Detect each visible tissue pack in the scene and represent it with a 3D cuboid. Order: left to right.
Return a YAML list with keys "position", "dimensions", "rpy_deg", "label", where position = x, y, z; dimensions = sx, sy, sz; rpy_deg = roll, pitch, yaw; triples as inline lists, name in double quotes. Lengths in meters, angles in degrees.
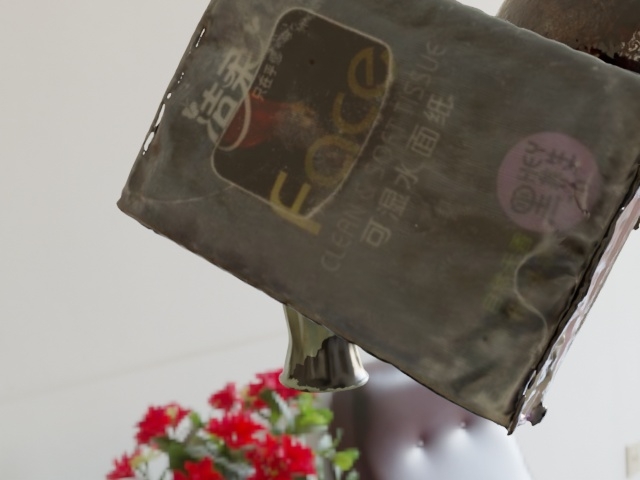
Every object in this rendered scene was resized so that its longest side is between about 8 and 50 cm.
- position: [0.052, -0.054, 0.803]
  dimensions: [0.361, 0.259, 0.122]
  rpy_deg: [29, 2, 23]
  label: "tissue pack"

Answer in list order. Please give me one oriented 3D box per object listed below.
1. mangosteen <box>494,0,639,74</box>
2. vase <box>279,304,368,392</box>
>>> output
- position: [0.307, -0.195, 1.082]
  dimensions: [0.297, 0.293, 0.297]
  rpy_deg: [-6, -16, -2]
  label: "mangosteen"
- position: [0.000, 0.000, 1.347]
  dimensions: [0.165, 0.360, 0.165]
  rpy_deg: [-2, 10, 0]
  label: "vase"
